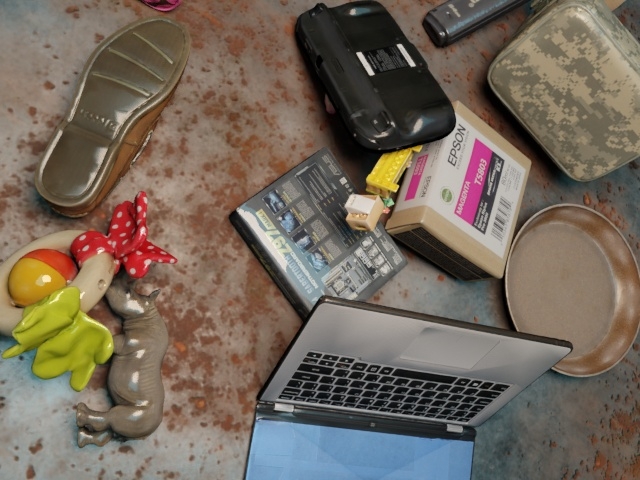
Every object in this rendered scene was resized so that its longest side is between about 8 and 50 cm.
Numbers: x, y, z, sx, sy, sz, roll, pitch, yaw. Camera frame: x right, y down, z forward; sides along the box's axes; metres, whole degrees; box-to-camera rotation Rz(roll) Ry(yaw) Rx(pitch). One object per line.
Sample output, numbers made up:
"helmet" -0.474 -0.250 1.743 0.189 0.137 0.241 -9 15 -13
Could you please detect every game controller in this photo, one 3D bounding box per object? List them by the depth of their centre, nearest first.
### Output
"game controller" 0.080 -0.264 0.901 0.167 0.067 0.319 -11 58 -21

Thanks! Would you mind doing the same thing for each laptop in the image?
"laptop" 0.110 0.314 0.810 0.382 0.407 0.236 12 44 -19

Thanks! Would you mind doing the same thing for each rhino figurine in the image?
"rhino figurine" -0.258 0.149 0.779 0.106 0.073 0.243 4 73 -15

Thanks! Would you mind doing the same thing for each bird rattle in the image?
"bird rattle" -0.317 0.041 0.721 0.207 0.143 0.253 4 56 18

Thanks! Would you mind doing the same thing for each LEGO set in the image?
"LEGO set" 0.088 -0.122 0.904 0.132 0.107 0.286 -7 59 -1

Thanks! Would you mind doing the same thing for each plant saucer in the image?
"plant saucer" 0.454 0.088 1.062 0.311 0.050 0.310 3 82 -19

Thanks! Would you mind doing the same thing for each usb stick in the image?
"usb stick" 0.317 -0.442 1.059 0.278 0.045 0.077 -31 80 -7

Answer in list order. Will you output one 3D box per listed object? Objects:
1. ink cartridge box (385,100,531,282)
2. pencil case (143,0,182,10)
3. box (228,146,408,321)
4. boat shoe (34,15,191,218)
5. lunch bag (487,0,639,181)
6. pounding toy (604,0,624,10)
"ink cartridge box" 0.233 -0.077 0.959 0.193 0.088 0.234 31 67 -26
"pencil case" -0.235 -0.459 0.870 0.098 0.095 0.209 23 69 -52
"box" 0.000 0.000 0.902 0.183 0.059 0.232 -39 96 -23
"boat shoe" -0.284 -0.172 0.805 0.111 0.104 0.307 32 74 -4
"lunch bag" 0.473 -0.291 1.040 0.305 0.213 0.256 44 45 -8
"pounding toy" 0.535 -0.570 1.148 0.155 0.154 0.269 -49 119 -20
